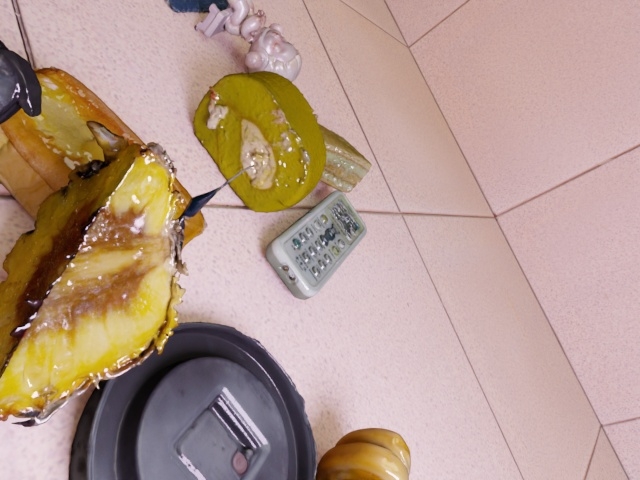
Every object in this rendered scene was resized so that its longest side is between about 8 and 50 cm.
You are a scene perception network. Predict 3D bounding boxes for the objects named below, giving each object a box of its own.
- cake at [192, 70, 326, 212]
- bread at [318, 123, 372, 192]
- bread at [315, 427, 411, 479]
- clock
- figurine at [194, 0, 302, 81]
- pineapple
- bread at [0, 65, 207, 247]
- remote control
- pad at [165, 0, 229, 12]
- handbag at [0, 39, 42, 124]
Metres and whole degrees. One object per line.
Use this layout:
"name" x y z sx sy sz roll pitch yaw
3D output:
"cake" -0.102 -0.188 0.904 0.260 0.179 0.156 54 33 -6
"bread" 0.007 -0.199 1.108 0.196 0.102 0.138 21 23 -42
"bread" 0.038 0.402 0.626 0.121 0.172 0.311 26 39 -9
"clock" -0.137 0.260 0.595 0.325 0.067 0.324 34 40 -34
"figurine" -0.145 -0.446 1.115 0.257 0.145 0.182 45 14 -17
"pineapple" -0.232 0.031 0.512 0.158 0.161 0.334 25 88 -43
"bread" -0.291 -0.080 0.619 0.288 0.119 0.152 49 30 -14
"remote control" 0.000 0.000 0.997 0.128 0.066 0.335 53 33 -5
"pad" -0.338 -0.643 1.113 0.269 0.012 0.269 53 33 -10
"handbag" -0.445 -0.206 0.450 0.332 0.192 0.075 49 3 -15
